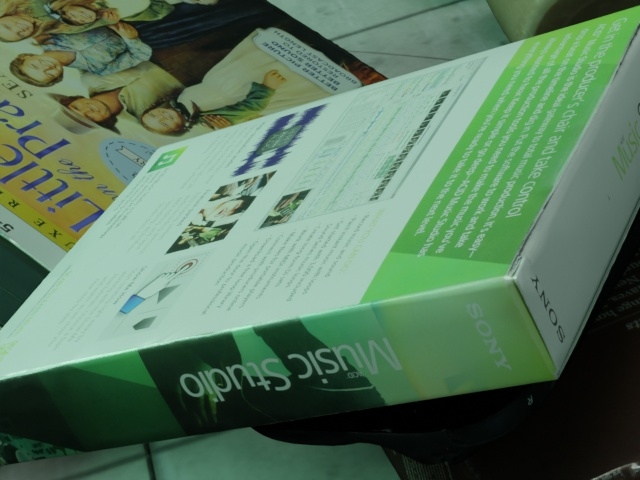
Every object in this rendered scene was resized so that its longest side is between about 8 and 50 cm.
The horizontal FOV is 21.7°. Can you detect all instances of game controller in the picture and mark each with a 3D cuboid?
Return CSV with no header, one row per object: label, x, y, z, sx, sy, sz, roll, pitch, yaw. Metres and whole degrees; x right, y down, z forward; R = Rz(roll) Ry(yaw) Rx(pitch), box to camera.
game controller,0.083,-0.005,0.848,0.166,0.067,0.319,6,38,32

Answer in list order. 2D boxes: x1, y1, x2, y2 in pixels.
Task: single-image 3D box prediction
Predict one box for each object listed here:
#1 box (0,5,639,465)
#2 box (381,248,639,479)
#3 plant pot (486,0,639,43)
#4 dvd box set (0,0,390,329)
box,0.000,0.000,0.807,0.322,0.058,0.232,-14,27,36
box,0.121,0.058,0.924,0.191,0.143,0.381,-21,30,-9
plant pot,0.210,-0.230,1.274,0.263,0.263,0.229,-10,51,9
dvd box set,-0.152,-0.094,1.128,0.308,0.062,0.420,34,33,13
